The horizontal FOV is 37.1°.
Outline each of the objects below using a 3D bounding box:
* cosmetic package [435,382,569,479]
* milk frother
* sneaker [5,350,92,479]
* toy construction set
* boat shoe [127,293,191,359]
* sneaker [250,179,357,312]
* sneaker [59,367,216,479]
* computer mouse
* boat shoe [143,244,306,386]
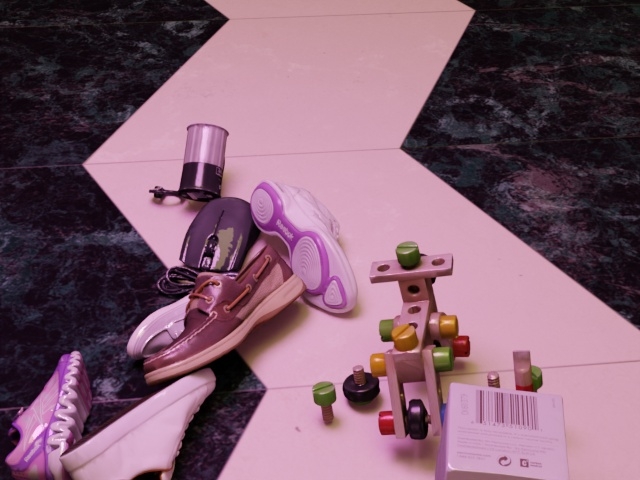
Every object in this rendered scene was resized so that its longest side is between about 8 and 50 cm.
[{"bbox_3d":[0.231,0.308,1.247,0.151,0.183,0.151,5,37,6],"label":"cosmetic package"},{"bbox_3d":[-0.255,-0.146,1.846,0.143,0.129,0.134,7,75,-3],"label":"milk frother"},{"bbox_3d":[-0.394,0.256,1.380,0.105,0.095,0.236,-7,39,2],"label":"sneaker"},{"bbox_3d":[0.171,0.138,1.374,0.309,0.237,0.257,11,31,37],"label":"toy construction set"},{"bbox_3d":[-0.229,0.145,1.550,0.063,0.066,0.184,27,35,30],"label":"boat shoe"},{"bbox_3d":[0.000,0.000,1.692,0.152,0.114,0.305,2,43,-42],"label":"sneaker"},{"bbox_3d":[-0.237,0.286,1.361,0.290,0.106,0.123,-33,91,-51],"label":"sneaker"},{"bbox_3d":[-0.176,-0.003,1.726,0.189,0.072,0.272,5,38,6],"label":"computer mouse"},{"bbox_3d":[-0.164,0.108,1.506,0.342,0.123,0.123,-34,95,-42],"label":"boat shoe"}]
